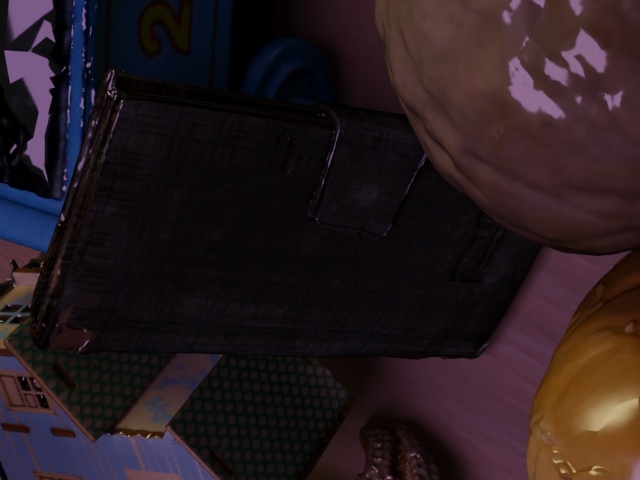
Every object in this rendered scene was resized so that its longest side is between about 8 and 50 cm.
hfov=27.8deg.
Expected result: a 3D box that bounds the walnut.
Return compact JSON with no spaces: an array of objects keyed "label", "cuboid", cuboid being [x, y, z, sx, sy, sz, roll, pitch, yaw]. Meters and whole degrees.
[{"label":"walnut","cuboid":[0.153,-0.108,0.648,0.248,0.248,0.248,9,109,29]}]

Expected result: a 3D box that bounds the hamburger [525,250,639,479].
[{"label":"hamburger","cuboid":[0.254,0.079,0.620,0.319,0.318,0.158,-11,110,33]}]

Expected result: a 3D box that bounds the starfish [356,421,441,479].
[{"label":"starfish","cuboid":[0.033,0.285,0.926,0.303,0.113,0.312,-41,72,31]}]

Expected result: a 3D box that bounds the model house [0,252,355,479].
[{"label":"model house","cuboid":[-0.089,0.126,0.850,0.206,0.178,0.271,1,117,29]}]

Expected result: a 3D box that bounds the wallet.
[{"label":"wallet","cuboid":[0.000,0.001,0.749,0.044,0.317,0.169,54,128,45]}]

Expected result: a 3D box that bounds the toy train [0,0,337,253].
[{"label":"toy train","cuboid":[-0.116,-0.138,0.796,0.188,0.265,0.300,15,110,30]}]
